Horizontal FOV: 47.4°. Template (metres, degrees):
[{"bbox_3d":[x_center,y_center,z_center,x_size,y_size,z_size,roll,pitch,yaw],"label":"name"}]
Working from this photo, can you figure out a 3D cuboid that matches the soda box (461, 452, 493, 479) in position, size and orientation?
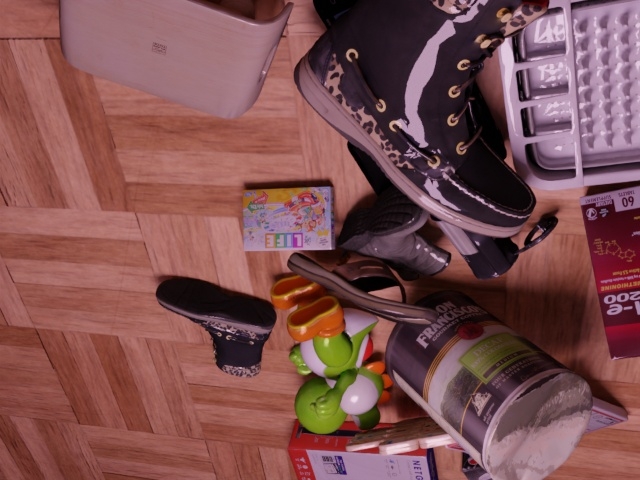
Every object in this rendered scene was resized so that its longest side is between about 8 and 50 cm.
[{"bbox_3d":[0.363,0.515,1.557,0.060,0.053,0.169,-20,121,28],"label":"soda box"}]

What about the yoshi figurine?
[{"bbox_3d":[-0.001,0.246,1.368,0.203,0.204,0.362,3,133,34],"label":"yoshi figurine"}]

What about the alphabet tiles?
[{"bbox_3d":[0.192,0.354,1.353,0.277,0.284,0.021,-13,83,10],"label":"alphabet tiles"}]

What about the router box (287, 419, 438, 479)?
[{"bbox_3d":[0.110,0.543,1.630,0.301,0.082,0.336,-2,127,17],"label":"router box"}]

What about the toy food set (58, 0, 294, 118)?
[{"bbox_3d":[-0.209,-0.296,0.999,0.306,0.092,0.220,17,153,-11],"label":"toy food set"}]

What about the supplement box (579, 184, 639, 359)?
[{"bbox_3d":[0.463,0.043,1.050,0.130,0.073,0.240,-12,83,24],"label":"supplement box"}]

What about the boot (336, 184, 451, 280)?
[{"bbox_3d":[0.145,-0.005,1.143,0.161,0.083,0.246,26,160,-17],"label":"boot"}]

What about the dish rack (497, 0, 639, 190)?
[{"bbox_3d":[0.411,-0.212,0.949,0.332,0.072,0.286,-5,125,19],"label":"dish rack"}]

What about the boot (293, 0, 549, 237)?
[{"bbox_3d":[0.176,-0.195,0.909,0.377,0.138,0.284,40,134,0],"label":"boot"}]

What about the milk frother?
[{"bbox_3d":[0.272,-0.029,1.132,0.143,0.129,0.135,-45,114,-8],"label":"milk frother"}]

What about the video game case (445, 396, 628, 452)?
[{"bbox_3d":[0.406,0.356,1.380,0.285,0.025,0.204,-31,142,33],"label":"video game case"}]

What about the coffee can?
[{"bbox_3d":[0.260,0.228,1.170,0.201,0.275,0.202,-12,117,-25],"label":"coffee can"}]

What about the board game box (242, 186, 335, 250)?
[{"bbox_3d":[-0.053,-0.035,1.212,0.154,0.026,0.104,-2,90,17],"label":"board game box"}]

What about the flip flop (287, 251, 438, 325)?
[{"bbox_3d":[0.068,0.065,1.193,0.277,0.080,0.112,24,174,33],"label":"flip flop"}]

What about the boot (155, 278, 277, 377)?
[{"bbox_3d":[-0.211,0.177,1.426,0.236,0.085,0.179,16,133,2],"label":"boot"}]

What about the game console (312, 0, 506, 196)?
[{"bbox_3d":[0.103,-0.216,1.050,0.213,0.044,0.361,-21,119,28],"label":"game console"}]

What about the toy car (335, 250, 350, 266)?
[{"bbox_3d":[0.000,0.000,1.269,0.122,0.060,0.041,36,86,-35],"label":"toy car"}]
